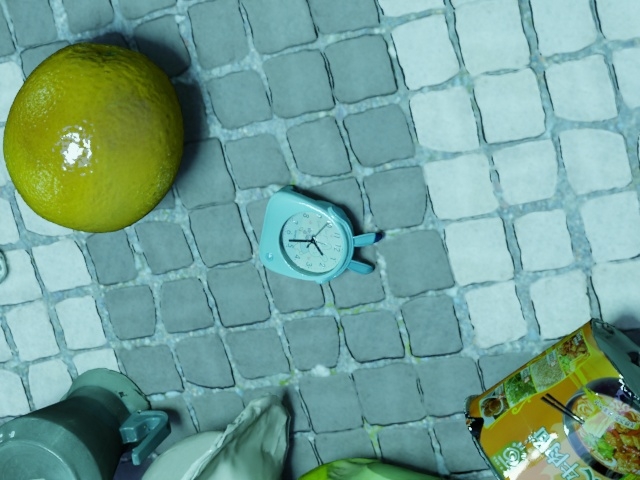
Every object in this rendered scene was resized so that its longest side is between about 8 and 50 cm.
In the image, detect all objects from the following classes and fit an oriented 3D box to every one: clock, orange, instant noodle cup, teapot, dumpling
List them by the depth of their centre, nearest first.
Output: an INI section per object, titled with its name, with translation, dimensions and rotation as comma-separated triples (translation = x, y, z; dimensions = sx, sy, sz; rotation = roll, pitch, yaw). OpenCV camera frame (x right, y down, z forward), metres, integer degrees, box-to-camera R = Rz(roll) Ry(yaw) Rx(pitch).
[instant noodle cup]
translation = 0.306, 0.212, 1.602
dimensions = 0.230, 0.230, 0.182
rotation = 46, 109, 1
[orange]
translation = -0.275, -0.124, 1.706
dimensions = 0.236, 0.236, 0.236
rotation = 7, 111, 19
[clock]
translation = 0.000, 0.000, 1.736
dimensions = 0.147, 0.045, 0.108
rotation = 18, 115, 14
[dumpling]
translation = -0.175, 0.360, 1.810
dimensions = 0.341, 0.260, 0.181
rotation = -32, 87, 26
[teapot]
translation = -0.315, 0.275, 1.856
dimensions = 0.203, 0.225, 0.171
rotation = -3, 109, 21

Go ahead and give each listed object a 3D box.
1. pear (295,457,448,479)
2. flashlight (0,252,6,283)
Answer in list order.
[pear]
translation = 0.069, 0.405, 1.784
dimensions = 0.281, 0.176, 0.287
rotation = 13, 112, 20
[flashlight]
translation = -0.528, 0.039, 1.957
dimensions = 0.200, 0.047, 0.093
rotation = -4, 107, 20
